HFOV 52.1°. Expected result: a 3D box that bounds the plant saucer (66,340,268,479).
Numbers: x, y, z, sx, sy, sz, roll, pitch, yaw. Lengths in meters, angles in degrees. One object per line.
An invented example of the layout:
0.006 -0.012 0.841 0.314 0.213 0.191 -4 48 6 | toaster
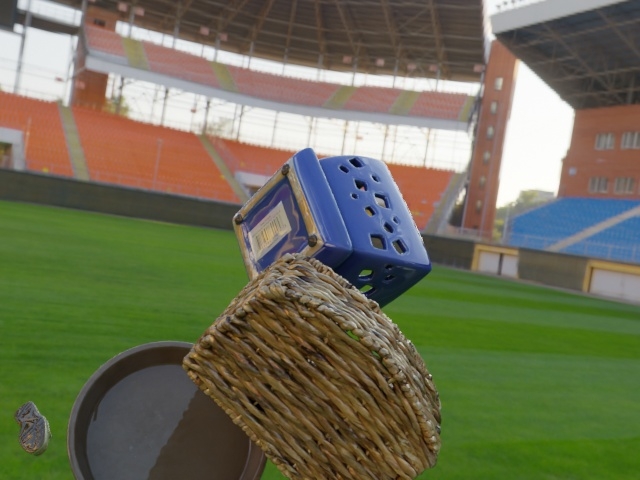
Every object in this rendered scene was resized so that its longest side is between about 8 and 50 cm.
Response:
-0.208 0.272 0.918 0.278 0.278 0.041 9 -39 -17 | plant saucer

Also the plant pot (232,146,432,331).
0.000 0.000 1.061 0.212 0.236 0.236 11 -42 -44 | plant pot

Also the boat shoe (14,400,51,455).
-0.466 0.314 1.077 0.050 0.045 0.135 -37 33 -14 | boat shoe

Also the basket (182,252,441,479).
0.016 0.158 0.849 0.299 0.213 0.223 47 18 -2 | basket
